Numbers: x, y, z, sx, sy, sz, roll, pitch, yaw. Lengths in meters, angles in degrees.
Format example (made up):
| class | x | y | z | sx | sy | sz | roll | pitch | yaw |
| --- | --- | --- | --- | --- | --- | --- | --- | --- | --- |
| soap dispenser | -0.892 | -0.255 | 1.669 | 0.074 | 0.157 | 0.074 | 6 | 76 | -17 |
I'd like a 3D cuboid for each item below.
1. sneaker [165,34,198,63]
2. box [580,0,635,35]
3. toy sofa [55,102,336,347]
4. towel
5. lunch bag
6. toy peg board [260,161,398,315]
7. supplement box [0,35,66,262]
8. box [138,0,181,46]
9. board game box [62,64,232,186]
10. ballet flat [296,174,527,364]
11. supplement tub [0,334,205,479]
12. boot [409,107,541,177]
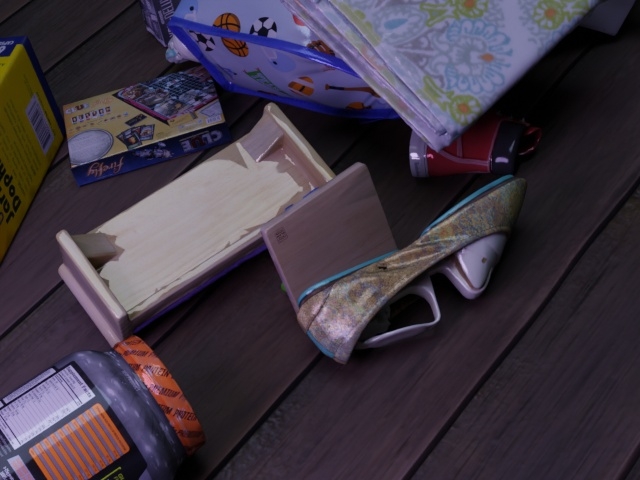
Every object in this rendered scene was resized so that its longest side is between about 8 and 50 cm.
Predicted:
| class | x | y | z | sx | sy | sz | roll | pitch | yaw |
| --- | --- | --- | --- | --- | --- | --- | --- | --- | --- |
| sneaker | -0.214 | -0.313 | 1.914 | 0.094 | 0.080 | 0.212 | -24 | 11 | 13 |
| box | 0.345 | -0.493 | 1.843 | 0.215 | 0.168 | 0.345 | 9 | 37 | -21 |
| toy sofa | -0.160 | -0.008 | 1.588 | 0.362 | 0.177 | 0.150 | -34 | 72 | -19 |
| towel | 0.177 | -0.345 | 1.586 | 0.374 | 0.090 | 0.320 | -43 | 86 | -10 |
| lunch bag | 0.031 | -0.360 | 1.755 | 0.385 | 0.239 | 0.327 | 14 | 74 | 33 |
| toy peg board | 0.000 | 0.000 | 1.518 | 0.161 | 0.160 | 0.079 | -35 | 32 | -21 |
| supplement box | -0.542 | -0.117 | 1.737 | 0.194 | 0.195 | 0.356 | 0 | 46 | 15 |
| box | -0.205 | -0.503 | 1.962 | 0.242 | 0.307 | 0.076 | -31 | 51 | -16 |
| board game box | -0.272 | -0.182 | 1.844 | 0.243 | 0.042 | 0.165 | -17 | 44 | -2 |
| ballet flat | 0.137 | 0.044 | 1.475 | 0.348 | 0.123 | 0.123 | -29 | 46 | -16 |
| supplement tub | -0.297 | 0.251 | 1.304 | 0.316 | 0.193 | 0.193 | -32 | 47 | -19 |
| boot | 0.229 | -0.188 | 1.695 | 0.176 | 0.088 | 0.244 | 1 | 54 | 14 |
